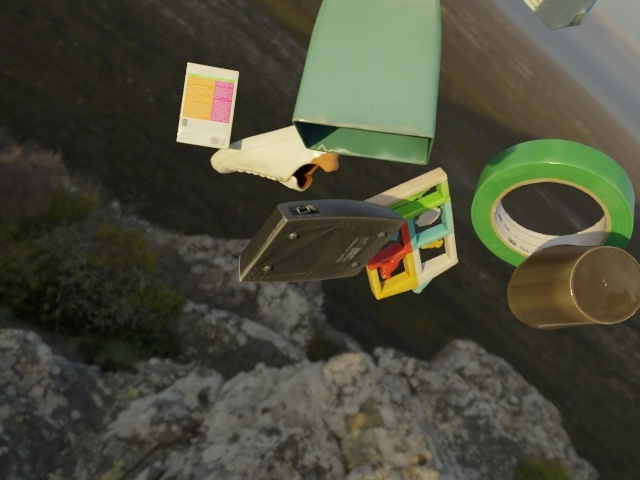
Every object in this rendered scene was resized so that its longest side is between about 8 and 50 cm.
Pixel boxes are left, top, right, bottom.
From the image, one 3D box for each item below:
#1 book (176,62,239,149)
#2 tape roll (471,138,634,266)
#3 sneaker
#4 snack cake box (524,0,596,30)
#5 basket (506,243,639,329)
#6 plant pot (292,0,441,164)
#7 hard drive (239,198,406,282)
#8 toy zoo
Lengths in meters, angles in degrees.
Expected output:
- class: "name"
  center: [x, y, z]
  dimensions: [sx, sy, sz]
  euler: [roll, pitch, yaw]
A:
- class: "book"
  center: [-0.206, -0.246, 1.498]
  dimensions: [0.096, 0.144, 0.035]
  euler: [9, 3, -5]
- class: "tape roll"
  center: [0.477, -0.063, 1.679]
  dimensions: [0.321, 0.321, 0.077]
  euler: [37, 48, -16]
- class: "sneaker"
  center: [-0.093, -0.146, 1.579]
  dimensions: [0.106, 0.290, 0.123]
  euler: [-15, 94, -55]
- class: "snack cake box"
  center: [0.424, -0.546, 1.541]
  dimensions: [0.089, 0.152, 0.264]
  euler: [-17, 62, -29]
- class: "basket"
  center: [0.459, 0.079, 1.427]
  dimensions: [0.227, 0.204, 0.154]
  euler: [140, -70, -84]
- class: "plant pot"
  center: [0.071, -0.233, 1.015]
  dimensions: [0.165, 0.234, 0.166]
  euler: [8, -4, 6]
- class: "hard drive"
  center: [0.000, 0.000, 1.316]
  dimensions: [0.254, 0.172, 0.054]
  euler: [-1, 53, -41]
- class: "toy zoo"
  center: [0.177, 0.007, 1.626]
  dimensions: [0.030, 0.192, 0.293]
  euler: [-122, -168, -45]
